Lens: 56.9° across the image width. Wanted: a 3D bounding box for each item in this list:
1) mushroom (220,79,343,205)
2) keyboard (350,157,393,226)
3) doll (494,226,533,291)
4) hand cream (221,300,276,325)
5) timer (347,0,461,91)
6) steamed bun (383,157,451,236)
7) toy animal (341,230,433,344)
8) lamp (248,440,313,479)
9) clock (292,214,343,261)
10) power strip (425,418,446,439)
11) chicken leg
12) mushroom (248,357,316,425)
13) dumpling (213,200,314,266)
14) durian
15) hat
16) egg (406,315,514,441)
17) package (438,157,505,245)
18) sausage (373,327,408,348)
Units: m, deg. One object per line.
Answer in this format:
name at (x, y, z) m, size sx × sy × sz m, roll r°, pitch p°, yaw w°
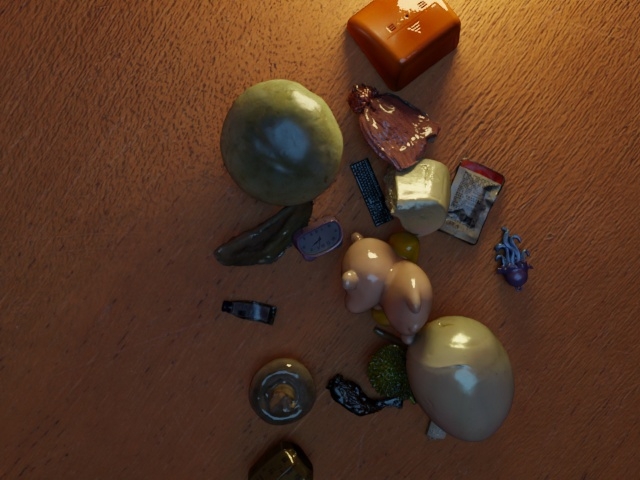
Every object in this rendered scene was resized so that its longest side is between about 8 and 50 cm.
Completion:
mushroom at (-0.109, -0.266, 1.643) m, size 0.353 × 0.260 × 0.351 m, roll 0°, pitch 101°, yaw 0°
keyboard at (0.156, -0.146, 1.794) m, size 0.061 × 0.013 × 0.204 m, roll -24°, pitch 97°, yaw -1°
doll at (0.593, 0.056, 1.821) m, size 0.110 × 0.067 × 0.205 m, roll -11°, pitch 85°, yaw 11°
hand cream at (-0.218, 0.214, 1.796) m, size 0.163 × 0.039 × 0.062 m, roll 13°, pitch 93°, yaw -11°
timer at (0.242, -0.617, 1.711) m, size 0.257 × 0.161 × 0.250 m, roll -37°, pitch 82°, yaw 1°
steamed bun at (0.270, -0.117, 1.707) m, size 0.200 × 0.225 × 0.170 m, roll 11°, pitch 138°, yaw 6°
toy animal at (0.157, 0.138, 1.681) m, size 0.247 × 0.345 × 0.277 m, roll 10°, pitch 128°, yaw -15°
lamp at (-0.121, 0.714, 1.791) m, size 0.185 × 0.161 × 0.161 m, roll -40°, pitch 97°, yaw 1°
clock at (0.000, 0.000, 1.762) m, size 0.153 × 0.050 × 0.110 m, roll -27°, pitch 111°, yaw -6°
power strip at (0.392, 0.516, 1.868) m, size 0.060 × 0.027 × 0.252 m, roll 15°, pitch 95°, yaw -5°
chicken leg at (0.136, 0.494, 1.839) m, size 0.254 × 0.051 × 0.105 m, roll 18°, pitch 89°, yaw -8°
mushroom at (-0.111, 0.454, 1.743) m, size 0.204 × 0.204 × 0.204 m, roll 0°, pitch 96°, yaw -4°
dumpling at (-0.165, -0.013, 1.749) m, size 0.332 × 0.166 × 0.086 m, roll -29°, pitch 54°, yaw -17°
durian at (0.224, 0.400, 1.787) m, size 0.146 × 0.159 × 0.198 m, roll -26°, pitch 128°, yaw 29°
hat at (0.196, -0.345, 1.723) m, size 0.286 × 0.107 × 0.236 m, roll 40°, pitch 57°, yaw 1°
egg at (0.391, 0.385, 1.632) m, size 0.283 × 0.283 × 0.344 m, roll -22°, pitch 98°, yaw -2°
package at (0.456, -0.117, 1.808) m, size 0.154 × 0.030 × 0.239 m, roll 24°, pitch 93°, yaw -5°
sausage at (0.225, 0.305, 1.838) m, size 0.132 × 0.024 × 0.024 m, roll 25°, pitch 93°, yaw -7°
